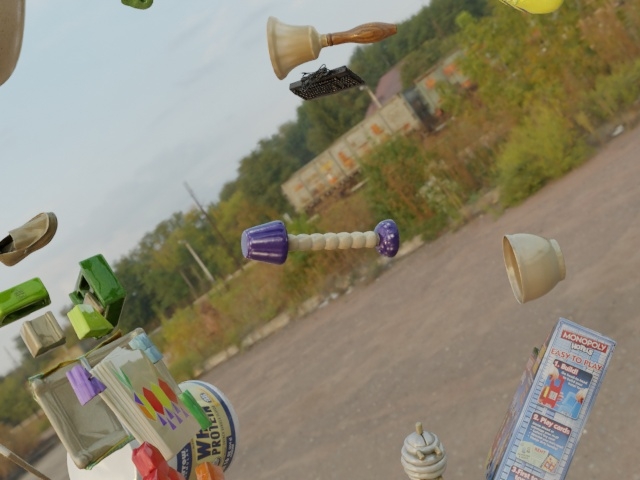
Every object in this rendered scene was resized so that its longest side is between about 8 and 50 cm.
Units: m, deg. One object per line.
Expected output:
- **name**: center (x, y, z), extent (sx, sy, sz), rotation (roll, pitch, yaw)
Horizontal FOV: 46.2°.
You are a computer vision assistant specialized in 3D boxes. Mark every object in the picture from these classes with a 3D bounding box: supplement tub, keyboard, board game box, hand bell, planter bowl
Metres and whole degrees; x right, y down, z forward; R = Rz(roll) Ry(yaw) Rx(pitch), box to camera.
- **supplement tub**: center (-0.344, 0.433, 1.580), extent (0.228, 0.228, 0.316), rotation (-35, -15, 27)
- **keyboard**: center (0.000, -0.339, 1.657), extent (0.192, 0.100, 0.038), rotation (-7, 63, 47)
- **board game box**: center (0.227, 0.173, 0.756), extent (0.194, 0.060, 0.194), rotation (-67, -13, 5)
- **hand bell**: center (0.028, -0.393, 1.457), extent (0.242, 0.126, 0.126), rotation (-7, 9, 12)
- **planter bowl**: center (0.485, 0.054, 1.691), extent (0.109, 0.162, 0.162), rotation (-13, 4, 3)

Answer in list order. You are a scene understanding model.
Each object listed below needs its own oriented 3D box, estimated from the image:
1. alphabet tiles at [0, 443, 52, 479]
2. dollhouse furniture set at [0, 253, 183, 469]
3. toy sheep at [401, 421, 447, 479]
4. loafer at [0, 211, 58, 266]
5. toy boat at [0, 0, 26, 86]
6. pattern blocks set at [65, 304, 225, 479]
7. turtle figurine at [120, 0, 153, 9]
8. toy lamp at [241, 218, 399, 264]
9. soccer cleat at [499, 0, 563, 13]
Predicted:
- **alphabet tiles**: center (-0.589, 0.291, 1.223), extent (0.011, 0.342, 0.285), rotation (-56, -23, -24)
- **dollhouse furniture set**: center (-0.372, 0.204, 1.190), extent (0.197, 0.301, 0.151), rotation (-27, -14, -34)
- **toy sheep**: center (0.184, 0.383, 1.329), extent (0.091, 0.132, 0.091), rotation (-4, 14, 1)
- **loafer**: center (-0.564, -0.003, 1.431), extent (0.148, 0.056, 0.050), rotation (-40, -24, 9)
- **toy boat**: center (-0.460, -0.313, 0.921), extent (0.148, 0.267, 0.318), rotation (-4, 10, -32)
- **pattern blocks set**: center (-0.211, 0.196, 0.906), extent (0.026, 0.285, 0.325), rotation (-38, -11, -1)
- **turtle figurine**: center (-0.401, -0.597, 1.515), extent (0.198, 0.274, 0.266), rotation (-26, 42, -3)
- **toy lamp**: center (0.000, 0.000, 1.304), extent (0.275, 0.080, 0.080), rotation (-4, -11, -22)
- **soccer cleat**: center (0.334, -0.515, 1.472), extent (0.121, 0.289, 0.093), rotation (-46, -17, -46)
